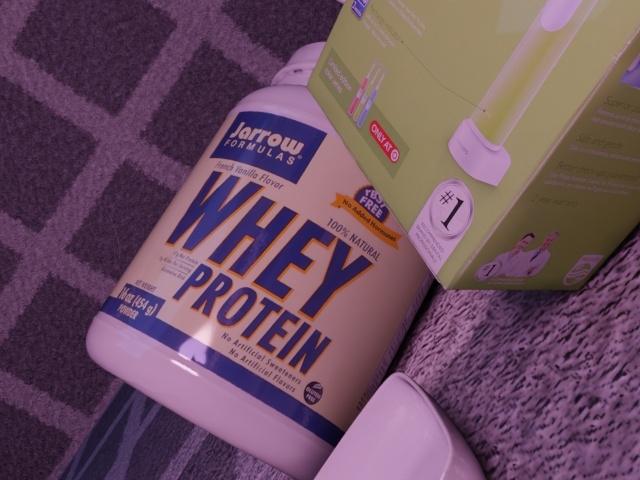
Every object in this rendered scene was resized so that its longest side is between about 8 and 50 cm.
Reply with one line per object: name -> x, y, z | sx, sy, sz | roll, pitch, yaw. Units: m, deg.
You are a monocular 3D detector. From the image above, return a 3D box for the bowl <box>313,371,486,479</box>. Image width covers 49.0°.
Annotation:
bowl -> 0.042, 0.163, 0.425 | 0.142, 0.053, 0.142 | -55, 13, 4

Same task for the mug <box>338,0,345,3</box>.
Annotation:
mug -> 0.148, -0.495, 0.932 | 0.276, 0.373, 0.328 | -9, 8, 39

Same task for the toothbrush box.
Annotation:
toothbrush box -> 0.131, -0.140, 0.391 | 0.206, 0.122, 0.283 | 60, 135, 39

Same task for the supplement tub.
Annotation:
supplement tub -> -0.022, 0.015, 0.621 | 0.324, 0.235, 0.235 | -60, 13, -16
